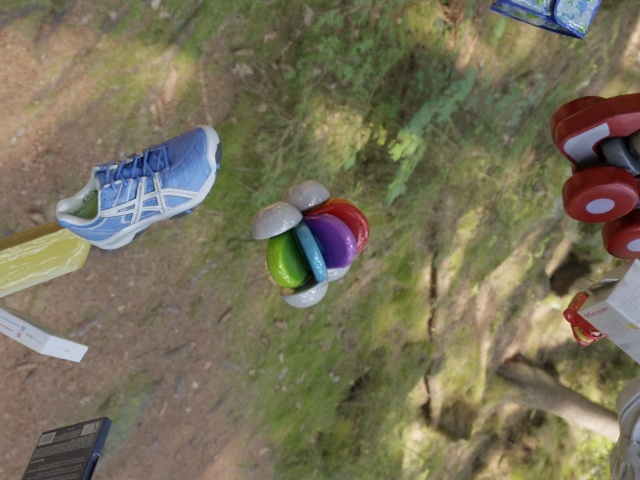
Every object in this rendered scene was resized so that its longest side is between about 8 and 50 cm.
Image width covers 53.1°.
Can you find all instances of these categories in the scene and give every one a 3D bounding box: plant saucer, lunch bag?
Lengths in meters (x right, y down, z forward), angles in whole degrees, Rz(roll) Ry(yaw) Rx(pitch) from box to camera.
[{"bbox_3d":[-0.564,0.042,1.160,0.333,0.081,0.333,-22,-168,-18],"label":"plant saucer"},{"bbox_3d":[0.355,-0.390,0.966,0.096,0.151,0.128,-76,-173,-78],"label":"lunch bag"}]

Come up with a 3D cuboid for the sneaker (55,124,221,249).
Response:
[{"bbox_3d":[-0.198,-0.057,0.700,0.211,0.080,0.081,-34,153,17],"label":"sneaker"}]

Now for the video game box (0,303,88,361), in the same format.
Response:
[{"bbox_3d":[-0.622,0.194,1.375,0.205,0.187,0.048,83,31,-74],"label":"video game box"}]

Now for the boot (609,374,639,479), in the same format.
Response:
[{"bbox_3d":[0.419,0.274,0.781,0.123,0.095,0.258,-90,167,-47],"label":"boot"}]

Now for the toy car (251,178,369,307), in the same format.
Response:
[{"bbox_3d":[0.000,0.000,0.931,0.182,0.136,0.159,-42,117,-48],"label":"toy car"}]

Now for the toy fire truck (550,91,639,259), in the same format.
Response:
[{"bbox_3d":[0.490,-0.118,0.912,0.254,0.302,0.169,-26,-134,38],"label":"toy fire truck"}]

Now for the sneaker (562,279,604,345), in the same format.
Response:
[{"bbox_3d":[0.559,0.164,1.262,0.118,0.107,0.279,-48,179,6],"label":"sneaker"}]

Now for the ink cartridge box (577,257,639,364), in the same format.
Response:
[{"bbox_3d":[0.464,0.101,0.946,0.090,0.143,0.092,-46,172,-16],"label":"ink cartridge box"}]

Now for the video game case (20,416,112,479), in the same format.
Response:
[{"bbox_3d":[-0.502,0.469,1.181,0.026,0.196,0.274,48,35,-35],"label":"video game case"}]
